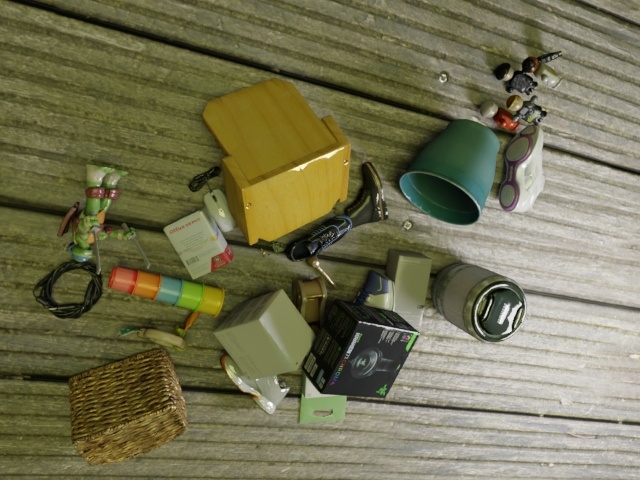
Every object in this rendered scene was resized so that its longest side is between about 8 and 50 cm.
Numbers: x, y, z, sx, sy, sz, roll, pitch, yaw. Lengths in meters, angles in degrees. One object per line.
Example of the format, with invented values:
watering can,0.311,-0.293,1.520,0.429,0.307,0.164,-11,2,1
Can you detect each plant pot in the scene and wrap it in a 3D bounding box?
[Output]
plant pot,0.426,-0.227,1.586,0.271,0.271,0.255,38,73,-19

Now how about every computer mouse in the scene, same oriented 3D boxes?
computer mouse,-0.305,-0.113,1.493,0.106,0.042,0.193,-29,106,-11

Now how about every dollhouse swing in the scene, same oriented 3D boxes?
dollhouse swing,-0.143,-0.237,1.478,0.346,0.305,0.315,-28,146,-23

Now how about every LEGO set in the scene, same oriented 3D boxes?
LEGO set,-0.144,0.028,1.576,0.083,0.023,0.054,-38,108,-7

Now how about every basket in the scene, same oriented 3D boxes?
basket,-0.562,0.498,1.504,0.299,0.223,0.213,-19,138,-12

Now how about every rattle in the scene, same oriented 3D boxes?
rattle,-0.480,0.244,1.496,0.199,0.130,0.143,15,84,8

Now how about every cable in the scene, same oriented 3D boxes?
cable,-0.696,0.138,1.422,0.184,0.047,0.150,-39,108,-7

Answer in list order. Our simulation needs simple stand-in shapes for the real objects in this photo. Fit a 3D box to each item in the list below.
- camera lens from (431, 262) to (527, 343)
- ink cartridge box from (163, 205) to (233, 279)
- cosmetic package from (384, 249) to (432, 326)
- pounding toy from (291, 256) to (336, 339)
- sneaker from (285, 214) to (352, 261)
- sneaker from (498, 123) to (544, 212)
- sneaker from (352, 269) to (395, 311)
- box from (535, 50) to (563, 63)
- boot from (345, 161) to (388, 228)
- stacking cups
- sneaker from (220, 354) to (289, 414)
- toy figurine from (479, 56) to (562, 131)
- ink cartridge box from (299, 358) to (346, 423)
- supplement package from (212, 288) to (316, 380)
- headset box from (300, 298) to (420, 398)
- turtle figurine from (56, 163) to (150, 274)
camera lens,0.519,0.200,1.669,0.219,0.274,0.219,-3,101,-16
ink cartridge box,-0.352,0.005,1.470,0.127,0.072,0.175,-24,106,7
cosmetic package,0.281,0.158,1.684,0.127,0.107,0.238,4,102,-14
pounding toy,-0.001,0.185,1.578,0.154,0.154,0.270,-7,102,-15
sneaker,0.000,0.000,1.564,0.232,0.090,0.081,-30,107,0
sneaker,0.711,-0.245,1.747,0.152,0.114,0.305,5,103,-31
sneaker,0.119,0.253,1.640,0.182,0.127,0.316,10,99,-20
box,0.754,-0.609,1.691,0.067,0.083,0.018,-26,107,-10
boot,0.128,-0.138,1.603,0.137,0.077,0.198,-20,104,-7
stacking cups,-0.442,0.140,1.458,0.316,0.096,0.096,19,94,-24
sneaker,-0.206,0.429,1.604,0.121,0.099,0.262,-46,116,-12
toy figurine,0.634,-0.472,1.616,0.148,0.209,0.213,25,92,-13
ink cartridge box,0.021,0.512,1.699,0.171,0.056,0.235,1,98,-17
supplement package,-0.163,0.281,1.498,0.203,0.149,0.194,-22,109,35
headset box,0.128,0.330,1.507,0.283,0.131,0.246,18,103,-37
turtle figurine,-0.557,-0.059,1.354,0.197,0.274,0.266,6,95,-52
